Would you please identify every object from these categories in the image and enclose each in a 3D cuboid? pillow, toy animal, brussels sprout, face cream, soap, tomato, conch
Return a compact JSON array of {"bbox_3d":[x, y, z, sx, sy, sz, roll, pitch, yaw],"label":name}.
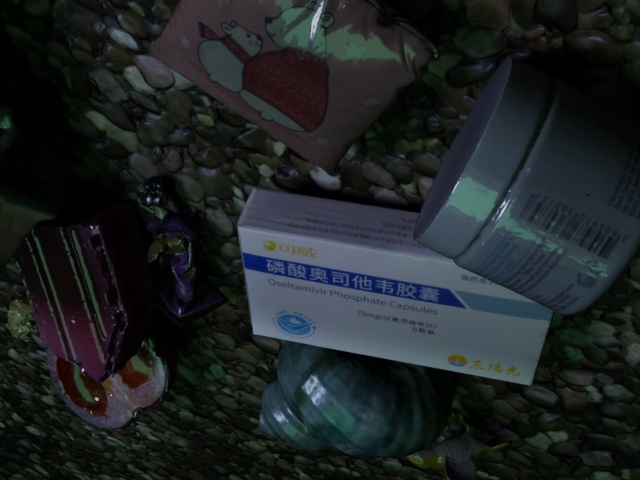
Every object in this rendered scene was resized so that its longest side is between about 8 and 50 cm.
[{"bbox_3d":[-0.030,-0.176,0.756,0.236,0.084,0.223,38,141,-8],"label":"pillow"},{"bbox_3d":[0.180,0.285,1.166,0.155,0.095,0.219,29,173,-3],"label":"toy animal"},{"bbox_3d":[-0.481,0.122,1.384,0.085,0.085,0.058,25,150,2],"label":"brussels sprout"},{"bbox_3d":[0.185,-0.044,0.707,0.153,0.177,0.177,26,143,-1],"label":"face cream"},{"bbox_3d":[-0.317,0.071,1.136,0.162,0.099,0.250,2,116,23],"label":"soap"},{"bbox_3d":[-0.317,0.178,1.311,0.228,0.112,0.199,-32,99,29],"label":"tomato"},{"bbox_3d":[0.032,0.207,1.111,0.277,0.195,0.220,-23,154,16],"label":"conch"}]

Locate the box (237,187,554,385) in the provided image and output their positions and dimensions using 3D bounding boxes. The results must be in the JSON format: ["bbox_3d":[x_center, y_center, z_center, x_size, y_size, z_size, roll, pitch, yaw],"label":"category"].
[{"bbox_3d":[0.086,0.055,0.937,0.343,0.065,0.200,10,139,10],"label":"box"}]

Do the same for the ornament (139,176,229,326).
[{"bbox_3d":[-0.193,0.002,1.079,0.081,0.088,0.203,23,136,46],"label":"ornament"}]

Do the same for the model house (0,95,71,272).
[{"bbox_3d":[-0.486,-0.099,0.904,0.382,0.342,0.334,36,-178,-43],"label":"model house"}]
